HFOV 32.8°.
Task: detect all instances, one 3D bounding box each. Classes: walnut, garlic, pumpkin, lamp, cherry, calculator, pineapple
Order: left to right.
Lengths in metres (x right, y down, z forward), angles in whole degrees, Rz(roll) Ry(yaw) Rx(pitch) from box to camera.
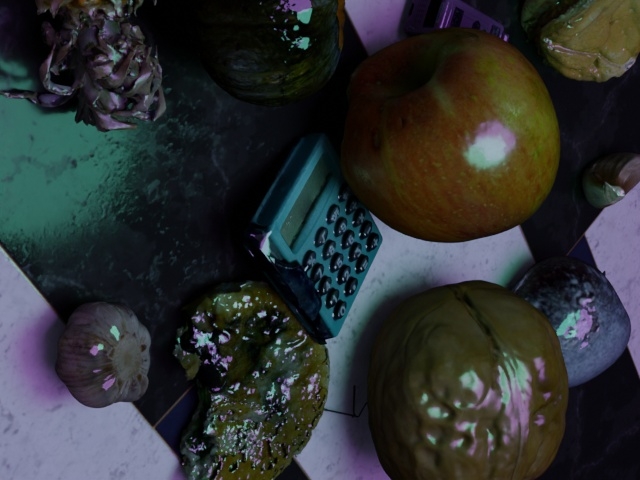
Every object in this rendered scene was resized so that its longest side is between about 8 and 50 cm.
[{"bbox_3d":[-0.271,-0.259,1.330,0.262,0.262,0.272,-25,131,-35],"label":"pineapple"},{"bbox_3d":[-0.300,0.154,1.487,0.159,0.102,0.147,46,57,-52],"label":"garlic"},{"bbox_3d":[-0.062,-0.328,1.431,0.320,0.192,0.320,5,90,-87],"label":"pumpkin"},{"bbox_3d":[0.000,0.000,1.697,0.274,0.058,0.248,59,45,-36],"label":"calculator"},{"bbox_3d":[0.023,0.286,1.867,0.121,0.041,0.054,0,111,-40],"label":"lamp"},{"bbox_3d":[0.249,0.268,1.878,0.354,0.308,0.398,-5,100,-17],"label":"walnut"},{"bbox_3d":[0.471,0.159,2.114,0.296,0.218,0.255,-41,127,-13],"label":"cherry"},{"bbox_3d":[0.616,-0.132,2.214,0.198,0.128,0.090,-27,104,-31],"label":"garlic"}]

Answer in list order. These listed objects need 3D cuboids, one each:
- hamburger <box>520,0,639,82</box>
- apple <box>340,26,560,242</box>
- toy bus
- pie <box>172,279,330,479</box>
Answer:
[{"bbox_3d":[0.505,-0.418,1.952,0.283,0.144,0.259,-42,139,24],"label":"hamburger"},{"bbox_3d":[0.199,-0.154,1.684,0.339,0.339,0.339,-14,112,-39],"label":"apple"},{"bbox_3d":[0.228,-0.351,1.816,0.178,0.098,0.087,16,91,-44],"label":"toy bus"},{"bbox_3d":[-0.106,0.232,1.704,0.296,0.078,0.371,-17,113,-39],"label":"pie"}]
